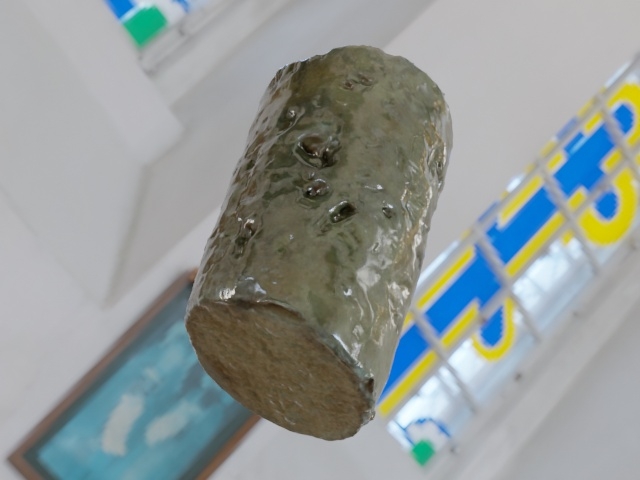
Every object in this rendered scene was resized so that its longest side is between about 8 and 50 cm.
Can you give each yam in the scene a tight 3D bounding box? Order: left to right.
[{"bbox_3d":[0.000,0.000,0.685,0.107,0.194,0.107,9,-44,9],"label":"yam"}]
